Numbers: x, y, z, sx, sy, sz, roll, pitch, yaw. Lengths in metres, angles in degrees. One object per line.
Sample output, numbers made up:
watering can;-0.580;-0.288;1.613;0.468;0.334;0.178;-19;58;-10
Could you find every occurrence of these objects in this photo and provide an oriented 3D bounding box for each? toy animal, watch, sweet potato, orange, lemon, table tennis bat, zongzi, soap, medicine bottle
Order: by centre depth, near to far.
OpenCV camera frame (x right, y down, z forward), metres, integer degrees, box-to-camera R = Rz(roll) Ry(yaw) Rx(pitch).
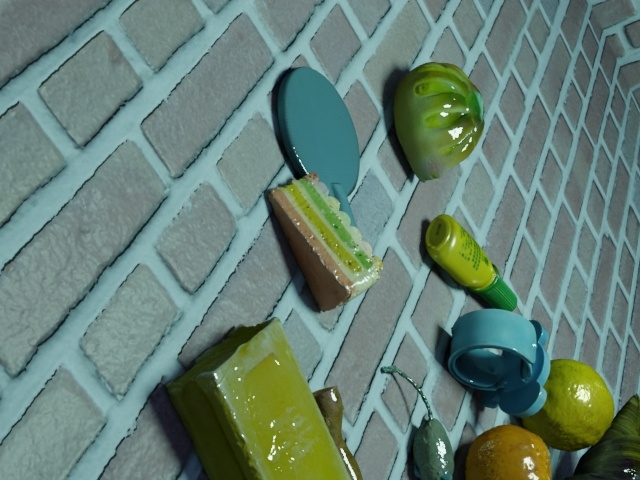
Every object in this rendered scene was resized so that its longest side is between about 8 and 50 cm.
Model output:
soap;-0.070;0.285;1.364;0.199;0.091;0.315;-35;104;-54
sweet potato;0.033;0.365;1.496;0.059;0.067;0.281;-14;88;-49
table tennis bat;0.010;-0.147;1.718;0.215;0.044;0.329;-1;74;-56
toy animal;0.183;0.332;1.733;0.079;0.070;0.253;2;70;-72
orange;0.350;0.441;1.841;0.193;0.161;0.193;-14;90;-69
watch;0.337;0.227;1.918;0.193;0.211;0.211;34;48;-25
medicine bottle;0.320;0.061;2.039;0.309;0.076;0.111;41;47;-38
lemon;0.522;0.349;2.101;0.231;0.192;0.192;33;49;-27
zongzi;0.669;0.609;2.128;0.432;0.207;0.403;-46;115;-36

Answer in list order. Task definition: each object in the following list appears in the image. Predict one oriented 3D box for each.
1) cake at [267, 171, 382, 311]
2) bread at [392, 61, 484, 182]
cake;0.013;-0.003;1.600;0.109;0.090;0.225;-32;101;-38
bread;0.230;-0.252;1.983;0.156;0.158;0.261;7;67;-50
